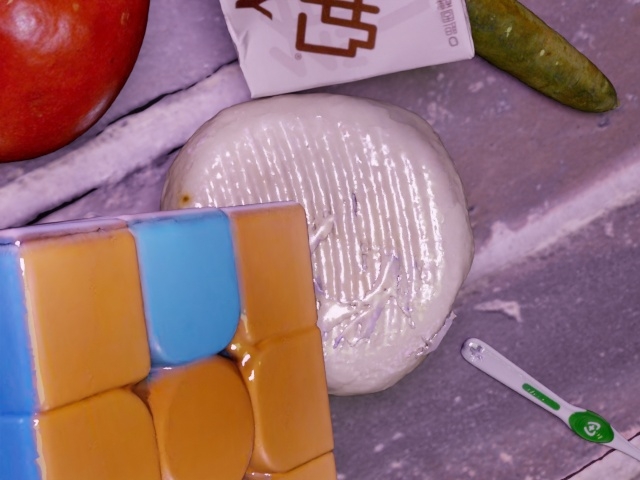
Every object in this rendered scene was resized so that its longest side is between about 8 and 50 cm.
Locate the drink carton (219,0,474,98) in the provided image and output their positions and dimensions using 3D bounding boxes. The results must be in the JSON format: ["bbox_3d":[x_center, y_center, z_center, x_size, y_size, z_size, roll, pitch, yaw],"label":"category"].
[{"bbox_3d":[-0.005,-0.285,0.884,0.194,0.132,0.324,-9,129,12],"label":"drink carton"}]

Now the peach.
[{"bbox_3d":[-0.239,-0.171,0.872,0.199,0.243,0.243,24,86,-1],"label":"peach"}]

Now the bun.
[{"bbox_3d":[-0.004,0.004,0.989,0.273,0.168,0.272,0,87,-5],"label":"bun"}]

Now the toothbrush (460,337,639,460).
[{"bbox_3d":[0.261,0.180,1.145,0.304,0.030,0.030,33,84,-12],"label":"toothbrush"}]

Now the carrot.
[{"bbox_3d":[0.138,-0.209,1.063,0.359,0.074,0.074,27,86,-17],"label":"carrot"}]

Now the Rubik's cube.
[{"bbox_3d":[-0.186,0.131,0.815,0.291,0.290,0.291,-12,96,-55],"label":"Rubik's cube"}]
